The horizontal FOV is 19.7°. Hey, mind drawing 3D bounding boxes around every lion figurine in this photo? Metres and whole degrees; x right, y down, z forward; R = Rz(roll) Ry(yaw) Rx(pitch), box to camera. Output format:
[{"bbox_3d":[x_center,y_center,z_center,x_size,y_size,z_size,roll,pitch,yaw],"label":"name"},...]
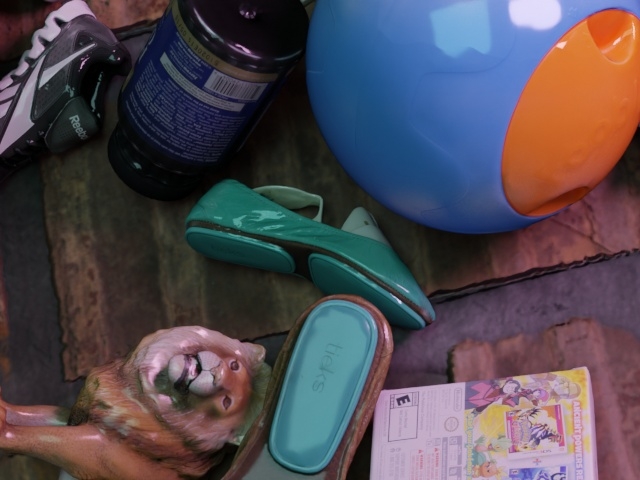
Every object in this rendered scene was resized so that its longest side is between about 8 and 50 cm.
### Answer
[{"bbox_3d":[-0.190,0.255,1.582,0.240,0.142,0.392,13,91,-14],"label":"lion figurine"}]

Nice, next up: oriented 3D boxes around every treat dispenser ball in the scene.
[{"bbox_3d":[0.131,-0.149,1.535,0.288,0.288,0.288,-4,72,13],"label":"treat dispenser ball"}]

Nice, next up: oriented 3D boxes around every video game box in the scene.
[{"bbox_3d":[0.134,0.200,1.510,0.187,0.048,0.205,-9,42,14],"label":"video game box"}]

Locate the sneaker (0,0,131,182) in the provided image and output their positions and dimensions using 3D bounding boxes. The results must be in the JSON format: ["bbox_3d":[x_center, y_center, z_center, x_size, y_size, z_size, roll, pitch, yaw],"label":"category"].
[{"bbox_3d":[-0.264,-0.115,1.738,0.106,0.078,0.234,34,82,23],"label":"sneaker"}]

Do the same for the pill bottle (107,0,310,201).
[{"bbox_3d":[-0.107,-0.135,1.629,0.123,0.123,0.219,59,137,22],"label":"pill bottle"}]

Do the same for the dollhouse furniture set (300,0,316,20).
[{"bbox_3d":[-0.005,-0.291,1.698,0.129,0.129,0.184,-33,69,3],"label":"dollhouse furniture set"}]

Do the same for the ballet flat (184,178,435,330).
[{"bbox_3d":[0.000,0.000,1.637,0.247,0.083,0.087,20,65,17],"label":"ballet flat"}]

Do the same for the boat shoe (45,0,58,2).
[{"bbox_3d":[-0.310,-0.321,1.822,0.070,0.078,0.219,-37,71,35],"label":"boat shoe"}]

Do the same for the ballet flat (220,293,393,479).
[{"bbox_3d":[-0.030,0.209,1.553,0.116,0.124,0.342,20,80,12],"label":"ballet flat"}]

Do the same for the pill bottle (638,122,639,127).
[{"bbox_3d":[0.310,-0.147,1.597,0.087,0.087,0.160,-3,73,13],"label":"pill bottle"}]
